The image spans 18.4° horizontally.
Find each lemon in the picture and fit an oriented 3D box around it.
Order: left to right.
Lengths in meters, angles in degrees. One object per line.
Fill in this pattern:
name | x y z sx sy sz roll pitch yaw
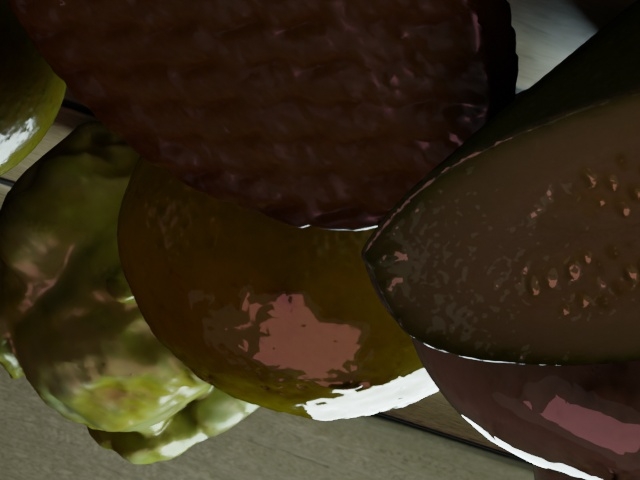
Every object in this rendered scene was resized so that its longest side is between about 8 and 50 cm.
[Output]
lemon | 0.002 0.000 1.372 0.284 0.260 0.260 18 168 3

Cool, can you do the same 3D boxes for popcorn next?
popcorn | -0.135 0.035 1.717 0.312 0.312 0.312 16 168 3

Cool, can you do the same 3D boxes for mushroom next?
mushroom | 0.183 0.051 1.167 0.298 0.297 0.290 16 129 7

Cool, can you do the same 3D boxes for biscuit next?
biscuit | -0.042 -0.130 1.014 0.318 0.040 0.318 24 143 19

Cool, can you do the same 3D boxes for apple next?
apple | -0.282 -0.122 1.435 0.196 0.157 0.196 25 170 5

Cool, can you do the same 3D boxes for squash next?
squash | 0.176 -0.015 0.927 0.189 0.260 0.189 46 166 15
